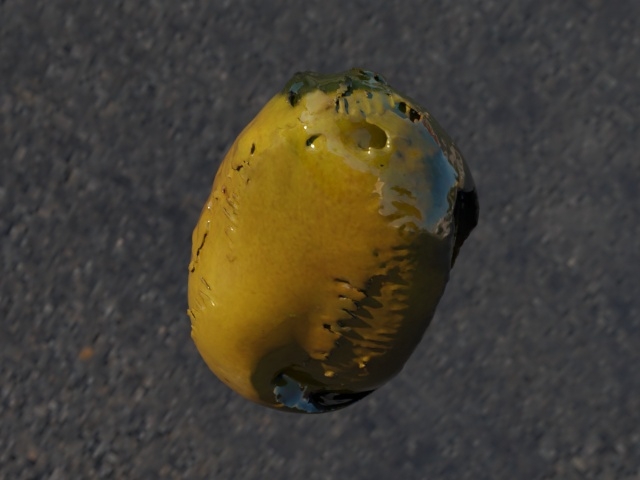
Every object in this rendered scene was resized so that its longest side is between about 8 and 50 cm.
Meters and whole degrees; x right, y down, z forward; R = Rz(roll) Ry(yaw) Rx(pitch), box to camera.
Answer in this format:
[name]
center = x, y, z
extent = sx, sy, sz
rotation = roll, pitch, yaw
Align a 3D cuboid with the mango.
[mango]
center = 0.000, 0.000, 1.040
extent = 0.156, 0.248, 0.151
rotation = -25, 65, -22
